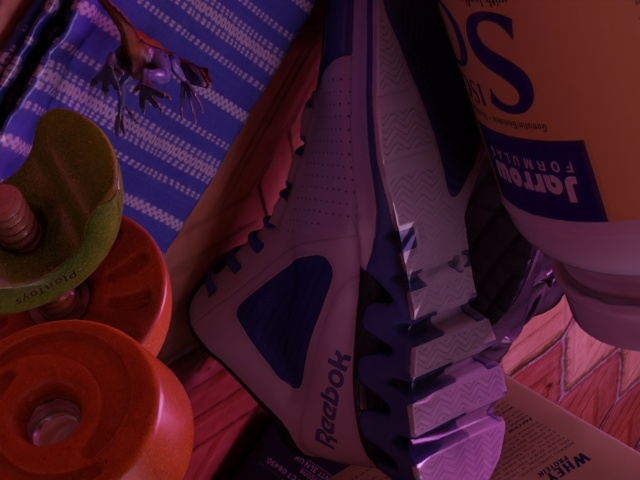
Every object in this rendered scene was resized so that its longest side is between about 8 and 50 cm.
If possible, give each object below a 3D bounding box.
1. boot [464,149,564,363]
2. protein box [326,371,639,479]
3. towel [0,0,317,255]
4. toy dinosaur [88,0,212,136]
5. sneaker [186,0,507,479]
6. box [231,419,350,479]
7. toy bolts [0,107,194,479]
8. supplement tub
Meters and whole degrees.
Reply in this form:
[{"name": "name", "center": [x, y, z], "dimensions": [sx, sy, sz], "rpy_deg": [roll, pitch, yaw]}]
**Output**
[{"name": "boot", "center": [0.136, -0.009, 1.478], "dimensions": [0.223, 0.118, 0.338], "rpy_deg": [-46, 165, -34]}, {"name": "protein box", "center": [0.103, 0.211, 1.203], "dimensions": [0.200, 0.201, 0.136], "rpy_deg": [-31, 113, -15]}, {"name": "towel", "center": [-0.092, -0.068, 1.005], "dimensions": [0.336, 0.040, 0.243], "rpy_deg": [-59, 158, 1]}, {"name": "toy dinosaur", "center": [-0.075, -0.085, 0.931], "dimensions": [0.082, 0.047, 0.090], "rpy_deg": [-62, 160, -60]}, {"name": "sneaker", "center": [0.000, 0.001, 1.176], "dimensions": [0.127, 0.182, 0.315], "rpy_deg": [-11, 99, -55]}, {"name": "box", "center": [-0.003, 0.305, 1.467], "dimensions": [0.294, 0.183, 0.296], "rpy_deg": [-56, 158, -6]}, {"name": "toy bolts", "center": [-0.153, 0.093, 0.831], "dimensions": [0.229, 0.218, 0.158], "rpy_deg": [-25, 141, -5]}, {"name": "supplement tub", "center": [0.192, -0.129, 1.093], "dimensions": [0.241, 0.241, 0.331], "rpy_deg": [-39, 118, -39]}]
